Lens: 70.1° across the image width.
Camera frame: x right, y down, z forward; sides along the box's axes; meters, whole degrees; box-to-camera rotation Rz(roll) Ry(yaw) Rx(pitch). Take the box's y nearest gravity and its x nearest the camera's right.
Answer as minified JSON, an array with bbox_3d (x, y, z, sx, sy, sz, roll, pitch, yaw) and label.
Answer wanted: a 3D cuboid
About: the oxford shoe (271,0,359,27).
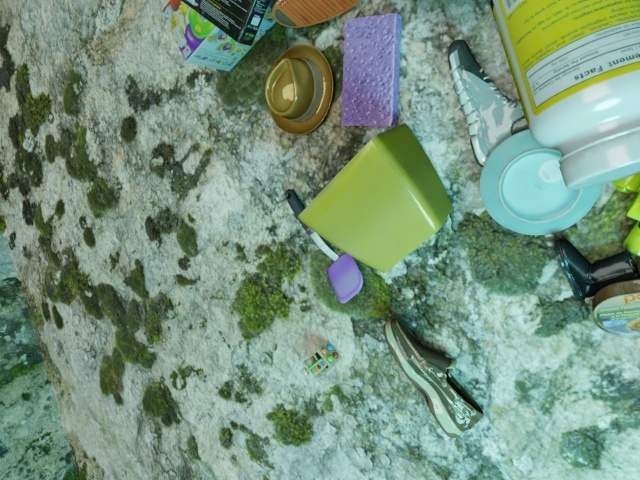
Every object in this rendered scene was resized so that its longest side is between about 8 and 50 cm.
[{"bbox_3d":[0.046,-0.554,0.875,0.363,0.130,0.133,-26,67,27],"label":"oxford shoe"}]

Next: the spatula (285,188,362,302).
[{"bbox_3d":[0.000,0.000,1.045,0.084,0.030,0.296,-42,75,30],"label":"spatula"}]

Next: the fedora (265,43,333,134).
[{"bbox_3d":[-0.063,-0.330,0.996,0.194,0.079,0.195,6,101,32],"label":"fedora"}]

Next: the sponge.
[{"bbox_3d":[0.101,-0.336,0.917,0.117,0.031,0.210,8,104,32],"label":"sponge"}]

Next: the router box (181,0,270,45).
[{"bbox_3d":[-0.182,-0.488,0.892,0.179,0.046,0.133,41,118,16],"label":"router box"}]

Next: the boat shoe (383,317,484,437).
[{"bbox_3d":[0.230,0.257,0.916,0.095,0.095,0.257,-36,85,18],"label":"boat shoe"}]

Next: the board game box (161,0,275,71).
[{"bbox_3d":[-0.196,-0.528,1.007,0.275,0.144,0.142,-31,82,33],"label":"board game box"}]

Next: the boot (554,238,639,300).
[{"bbox_3d":[0.454,0.040,0.748,0.099,0.045,0.121,-23,93,36],"label":"boot"}]

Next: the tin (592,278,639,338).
[{"bbox_3d":[0.518,0.098,0.691,0.189,0.040,0.106,-16,128,37],"label":"tin"}]

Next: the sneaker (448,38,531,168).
[{"bbox_3d":[0.308,-0.246,0.777,0.132,0.086,0.229,-15,101,29],"label":"sneaker"}]

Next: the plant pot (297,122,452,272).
[{"bbox_3d":[0.124,-0.069,0.860,0.187,0.212,0.212,47,121,1],"label":"plant pot"}]

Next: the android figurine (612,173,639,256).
[{"bbox_3d":[0.561,-0.078,0.636,0.248,0.056,0.273,28,120,23],"label":"android figurine"}]

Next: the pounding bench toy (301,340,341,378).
[{"bbox_3d":[-0.001,0.282,1.065,0.052,0.083,0.065,49,121,16],"label":"pounding bench toy"}]

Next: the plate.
[{"bbox_3d":[0.363,-0.092,0.759,0.188,0.024,0.188,8,116,17],"label":"plate"}]

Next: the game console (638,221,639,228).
[{"bbox_3d":[0.511,-0.048,0.605,0.071,0.107,0.122,53,133,43],"label":"game console"}]

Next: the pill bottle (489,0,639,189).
[{"bbox_3d":[0.371,-0.251,0.639,0.187,0.188,0.334,-18,81,34],"label":"pill bottle"}]
